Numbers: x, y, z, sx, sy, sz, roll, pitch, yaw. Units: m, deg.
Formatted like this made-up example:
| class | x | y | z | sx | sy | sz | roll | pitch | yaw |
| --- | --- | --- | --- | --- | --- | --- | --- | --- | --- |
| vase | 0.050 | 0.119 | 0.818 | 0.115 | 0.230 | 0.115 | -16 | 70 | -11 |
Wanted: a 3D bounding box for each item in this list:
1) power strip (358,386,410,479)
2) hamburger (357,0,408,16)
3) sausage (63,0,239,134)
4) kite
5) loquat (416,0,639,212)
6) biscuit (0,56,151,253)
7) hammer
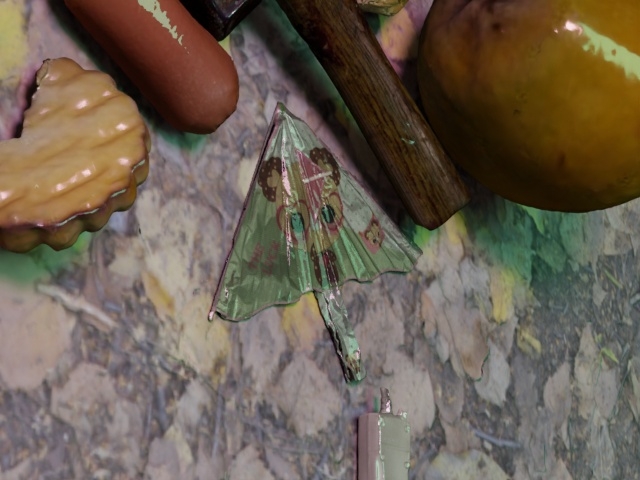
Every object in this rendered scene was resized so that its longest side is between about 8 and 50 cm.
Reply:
| class | x | y | z | sx | sy | sz | roll | pitch | yaw |
| --- | --- | --- | --- | --- | --- | --- | --- | --- | --- |
| power strip | 0.057 | 0.226 | 1.201 | 0.047 | 0.030 | 0.191 | 20 | 64 | -44 |
| hamburger | 0.078 | -0.300 | 1.350 | 0.102 | 0.087 | 0.176 | 23 | 59 | -42 |
| sausage | -0.135 | -0.165 | 1.062 | 0.194 | 0.077 | 0.077 | 49 | 46 | -30 |
| kite | 0.000 | 0.000 | 1.220 | 0.323 | 0.013 | 0.267 | -12 | 87 | -51 |
| loquat | 0.240 | -0.161 | 1.354 | 0.284 | 0.276 | 0.276 | 34 | 54 | -37 |
| biscuit | -0.188 | -0.048 | 0.966 | 0.118 | 0.061 | 0.183 | 25 | 48 | 6 |
| hammer | 0.024 | -0.166 | 1.223 | 0.242 | 0.095 | 0.408 | -48 | 125 | -23 |
